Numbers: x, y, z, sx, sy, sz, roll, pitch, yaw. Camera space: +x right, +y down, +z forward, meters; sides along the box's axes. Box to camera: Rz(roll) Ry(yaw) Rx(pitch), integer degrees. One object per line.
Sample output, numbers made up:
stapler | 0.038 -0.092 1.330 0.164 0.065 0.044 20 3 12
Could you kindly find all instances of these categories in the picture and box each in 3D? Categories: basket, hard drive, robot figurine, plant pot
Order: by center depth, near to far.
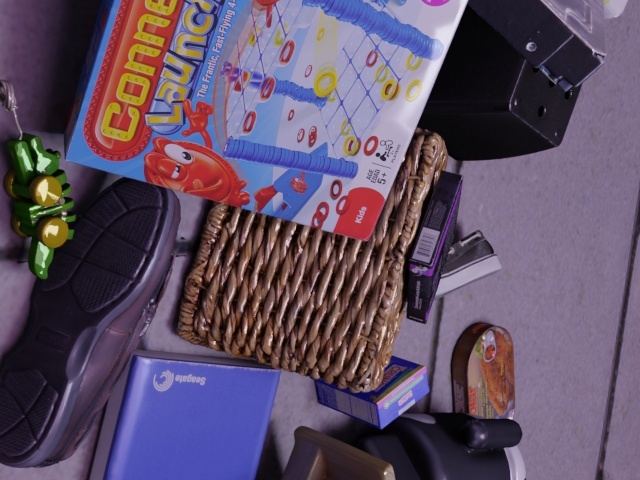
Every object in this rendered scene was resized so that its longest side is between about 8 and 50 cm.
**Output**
hard drive | 0.165 -0.325 1.186 0.339 0.064 0.237 41 31 -13
hard drive | -0.162 0.283 1.226 0.210 0.040 0.318 12 92 -46
basket | 0.000 0.000 1.277 0.213 0.223 0.299 18 88 -80
plant pot | 0.216 -0.203 1.387 0.187 0.167 0.188 27 83 -45
robot figurine | 0.143 0.308 1.444 0.278 0.209 0.173 8 82 -46

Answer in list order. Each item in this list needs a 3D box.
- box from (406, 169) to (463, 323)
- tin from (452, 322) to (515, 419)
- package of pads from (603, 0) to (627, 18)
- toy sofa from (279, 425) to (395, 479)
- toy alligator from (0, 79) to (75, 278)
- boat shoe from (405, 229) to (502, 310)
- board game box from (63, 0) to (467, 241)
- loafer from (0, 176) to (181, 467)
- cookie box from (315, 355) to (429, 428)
box | 0.125 0.011 1.257 0.162 0.029 0.116 83 26 -62
tin | 0.232 0.208 1.610 0.106 0.040 0.189 -24 117 -44
package of pads | 0.376 -0.475 1.522 0.229 0.101 0.296 36 76 -43
toy sofa | -0.072 0.376 1.204 0.363 0.150 0.177 -31 121 -36
toy alligator | -0.254 -0.058 1.028 0.051 0.056 0.189 -22 116 -40
boat shoe | 0.137 0.041 1.449 0.219 0.078 0.070 -19 79 -37
board game box | -0.046 -0.182 1.031 0.302 0.086 0.308 14 110 -19
loafer | -0.218 0.078 1.086 0.302 0.109 0.095 -62 155 -4
cookie box | 0.063 0.177 1.376 0.092 0.107 0.040 -31 122 -36
